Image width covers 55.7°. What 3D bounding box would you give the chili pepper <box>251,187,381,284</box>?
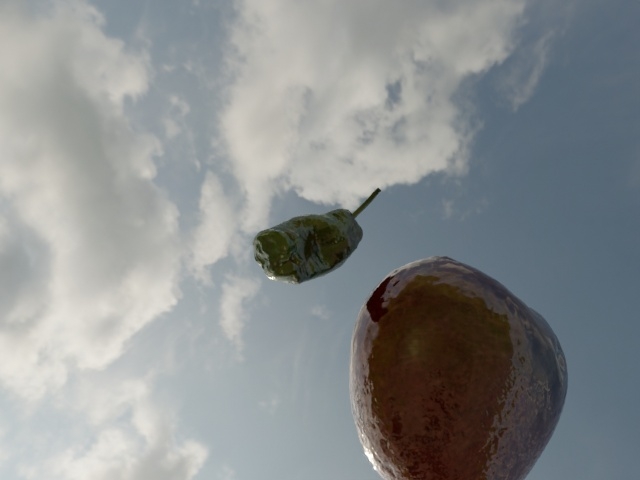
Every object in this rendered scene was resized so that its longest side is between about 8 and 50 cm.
[{"bbox_3d":[0.002,0.001,0.682,0.073,0.204,0.072,-26,-94,38],"label":"chili pepper"}]

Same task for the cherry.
[{"bbox_3d":[0.124,0.147,0.609,0.206,0.239,0.240,26,-90,48],"label":"cherry"}]
